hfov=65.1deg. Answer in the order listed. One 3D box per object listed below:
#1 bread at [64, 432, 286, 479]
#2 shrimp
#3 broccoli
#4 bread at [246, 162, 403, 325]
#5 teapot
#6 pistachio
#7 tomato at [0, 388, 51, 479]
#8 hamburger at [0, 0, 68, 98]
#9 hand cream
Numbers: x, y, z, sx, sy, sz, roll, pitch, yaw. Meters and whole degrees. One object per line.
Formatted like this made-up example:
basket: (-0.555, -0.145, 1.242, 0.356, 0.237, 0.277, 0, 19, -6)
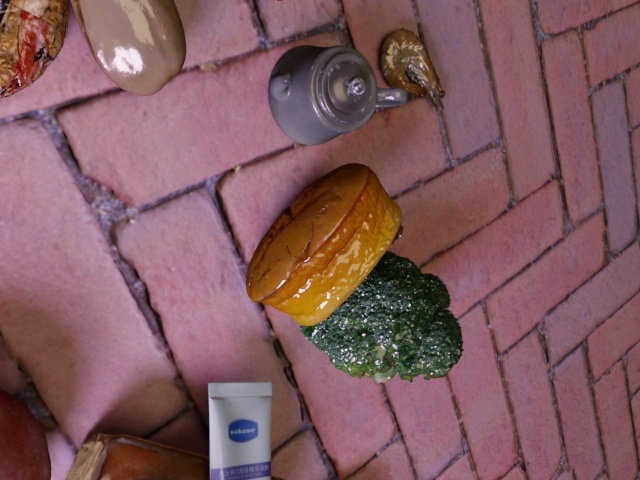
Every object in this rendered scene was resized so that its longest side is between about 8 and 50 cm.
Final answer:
bread: (-0.229, 0.466, 0.704, 0.333, 0.143, 0.323, 32, 63, -32)
shrimp: (0.176, -0.307, 0.929, 0.180, 0.041, 0.099, 44, 75, -30)
broccoli: (0.115, 0.157, 0.871, 0.254, 0.269, 0.269, -30, 112, -19)
bread: (0.000, 0.000, 0.771, 0.143, 0.195, 0.269, 40, 85, -20)
teapot: (0.030, -0.234, 0.787, 0.239, 0.149, 0.162, 0, 96, -31)
pistachio: (-0.245, -0.283, 0.615, 0.131, 0.130, 0.206, -55, 129, -50)
tomato: (-0.435, 0.285, 0.534, 0.270, 0.227, 0.270, -7, 104, -31)
hamburger: (-0.399, -0.261, 0.545, 0.231, 0.107, 0.230, -6, 103, -27)
hand cream: (-0.114, 0.365, 0.706, 0.109, 0.067, 0.320, 12, 66, -38)
